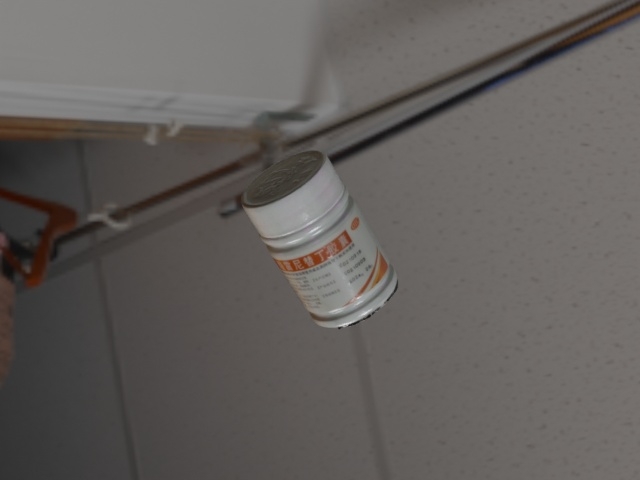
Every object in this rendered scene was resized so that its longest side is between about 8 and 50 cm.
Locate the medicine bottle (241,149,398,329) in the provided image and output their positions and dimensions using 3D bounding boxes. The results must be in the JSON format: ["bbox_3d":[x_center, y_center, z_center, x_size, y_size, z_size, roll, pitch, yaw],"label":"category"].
[{"bbox_3d":[0.000,0.000,0.701,0.057,0.057,0.089,-3,-55,47],"label":"medicine bottle"}]
